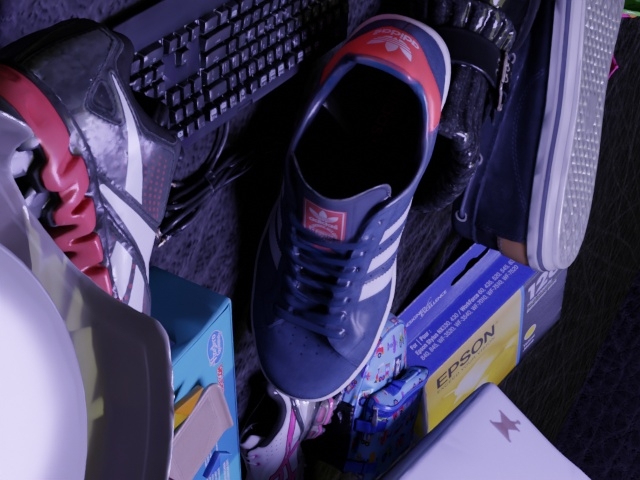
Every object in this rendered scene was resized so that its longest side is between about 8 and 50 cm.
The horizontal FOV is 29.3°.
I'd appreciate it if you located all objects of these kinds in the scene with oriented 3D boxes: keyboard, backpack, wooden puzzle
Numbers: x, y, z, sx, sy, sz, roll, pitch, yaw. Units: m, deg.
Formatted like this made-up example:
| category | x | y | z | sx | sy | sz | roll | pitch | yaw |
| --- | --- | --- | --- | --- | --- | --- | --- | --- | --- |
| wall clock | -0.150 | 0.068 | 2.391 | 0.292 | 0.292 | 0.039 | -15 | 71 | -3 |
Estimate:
| category | x | y | z | sx | sy | sz | roll | pitch | yaw |
| --- | --- | --- | --- | --- | --- | --- | --- | --- | --- |
| keyboard | -0.063 | -0.114 | 0.921 | 0.317 | 0.033 | 0.201 | -41 | 147 | -47 |
| backpack | 0.046 | 0.146 | 1.310 | 0.158 | 0.117 | 0.173 | -18 | 124 | -64 |
| wooden puzzle | -0.095 | 0.146 | 0.905 | 0.078 | 0.014 | 0.116 | -47 | 150 | -33 |

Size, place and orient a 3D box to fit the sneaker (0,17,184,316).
| category | x | y | z | sx | sy | sz | roll | pitch | yaw |
| --- | --- | --- | --- | --- | --- | --- | --- | --- | --- |
| sneaker | -0.134 | -0.015 | 0.723 | 0.135 | 0.098 | 0.276 | -50 | 151 | -32 |

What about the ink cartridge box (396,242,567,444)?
| category | x | y | z | sx | sy | sz | roll | pitch | yaw |
| --- | --- | --- | --- | --- | --- | --- | --- | --- | --- |
| ink cartridge box | 0.226 | 0.111 | 1.673 | 0.303 | 0.072 | 0.307 | -42 | 153 | -19 |

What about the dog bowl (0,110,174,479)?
| category | x | y | z | sx | sy | sz | roll | pitch | yaw |
| --- | --- | --- | --- | --- | --- | --- | --- | --- | --- |
| dog bowl | -0.215 | 0.105 | 0.525 | 0.349 | 0.102 | 0.348 | -17 | 111 | -52 |

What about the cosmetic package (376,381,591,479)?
| category | x | y | z | sx | sy | sz | roll | pitch | yaw |
| --- | --- | --- | --- | --- | --- | --- | --- | --- | --- |
| cosmetic package | 0.113 | 0.429 | 1.279 | 0.393 | 0.329 | 0.327 | -50 | 169 | 33 |

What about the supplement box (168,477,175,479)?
| category | x | y | z | sx | sy | sz | roll | pitch | yaw |
| --- | --- | --- | --- | --- | --- | --- | --- | --- | --- |
| supplement box | -0.120 | 0.269 | 0.839 | 0.188 | 0.104 | 0.080 | -54 | 155 | -30 |

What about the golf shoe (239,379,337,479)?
| category | x | y | z | sx | sy | sz | roll | pitch | yaw |
| --- | --- | --- | --- | --- | --- | --- | --- | --- | --- |
| golf shoe | -0.054 | 0.209 | 1.226 | 0.086 | 0.067 | 0.186 | 5 | 114 | -35 |

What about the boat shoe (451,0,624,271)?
| category | x | y | z | sx | sy | sz | roll | pitch | yaw |
| --- | --- | --- | --- | --- | --- | --- | --- | --- | --- |
| boat shoe | 0.244 | -0.218 | 1.384 | 0.187 | 0.156 | 0.500 | 1 | 99 | -62 |

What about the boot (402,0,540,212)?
| category | x | y | z | sx | sy | sz | roll | pitch | yaw |
| --- | --- | --- | --- | --- | --- | --- | --- | --- | --- |
| boot | 0.121 | -0.206 | 1.104 | 0.260 | 0.131 | 0.348 | -60 | 158 | -28 |

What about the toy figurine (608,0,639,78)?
| category | x | y | z | sx | sy | sz | roll | pitch | yaw |
| --- | --- | --- | --- | --- | --- | --- | --- | --- | --- |
| toy figurine | 0.372 | -0.279 | 1.694 | 0.173 | 0.130 | 0.159 | -17 | 140 | -35 |

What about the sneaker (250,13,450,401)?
| category | x | y | z | sx | sy | sz | roll | pitch | yaw |
| --- | --- | --- | --- | --- | --- | --- | --- | --- | --- |
| sneaker | 0.009 | -0.013 | 1.009 | 0.148 | 0.131 | 0.350 | -51 | 156 | -71 |

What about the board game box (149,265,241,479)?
| category | x | y | z | sx | sy | sz | roll | pitch | yaw |
| --- | --- | --- | --- | --- | --- | --- | --- | --- | --- |
| board game box | -0.183 | 0.218 | 0.891 | 0.336 | 0.079 | 0.253 | -48 | 151 | -40 |
